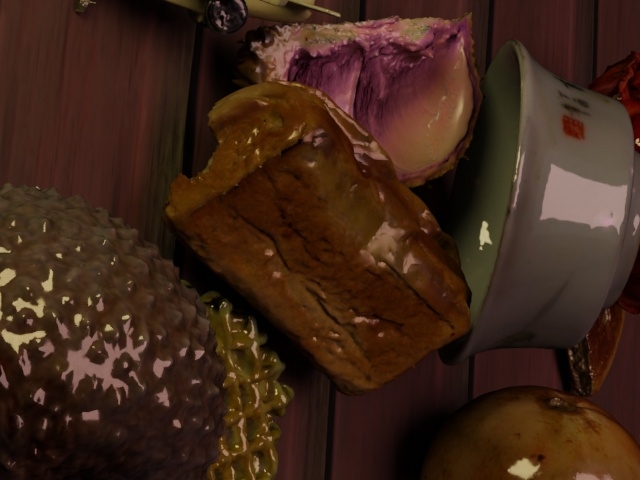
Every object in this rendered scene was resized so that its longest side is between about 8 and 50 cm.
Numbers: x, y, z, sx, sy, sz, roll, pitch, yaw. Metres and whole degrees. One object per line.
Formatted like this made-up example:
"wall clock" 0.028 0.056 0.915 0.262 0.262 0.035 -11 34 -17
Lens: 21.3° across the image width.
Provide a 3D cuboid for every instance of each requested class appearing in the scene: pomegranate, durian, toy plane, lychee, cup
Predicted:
"pomegranate" 0.229 0.296 1.826 0.229 0.252 0.270 -9 110 -45
"durian" 0.033 -0.138 1.745 0.341 0.112 0.191 -12 104 -43
"toy plane" -0.115 -0.241 1.530 0.256 0.242 0.104 6 103 -16
"lychee" -0.214 0.106 1.278 0.300 0.300 0.300 8 79 -51
"cup" 0.238 -0.024 1.780 0.163 0.347 0.347 12 71 -5

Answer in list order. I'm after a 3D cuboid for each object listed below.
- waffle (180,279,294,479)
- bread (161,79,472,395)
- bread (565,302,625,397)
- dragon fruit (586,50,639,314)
"waffle" -0.106 0.152 1.569 0.223 0.054 0.204 47 52 -40
"bread" 0.001 -0.005 1.620 0.344 0.195 0.149 49 12 -38
"bread" 0.344 0.103 2.143 0.136 0.054 0.154 -27 113 -48
"dragon fruit" 0.392 -0.066 2.033 0.296 0.296 0.301 -28 84 -50
